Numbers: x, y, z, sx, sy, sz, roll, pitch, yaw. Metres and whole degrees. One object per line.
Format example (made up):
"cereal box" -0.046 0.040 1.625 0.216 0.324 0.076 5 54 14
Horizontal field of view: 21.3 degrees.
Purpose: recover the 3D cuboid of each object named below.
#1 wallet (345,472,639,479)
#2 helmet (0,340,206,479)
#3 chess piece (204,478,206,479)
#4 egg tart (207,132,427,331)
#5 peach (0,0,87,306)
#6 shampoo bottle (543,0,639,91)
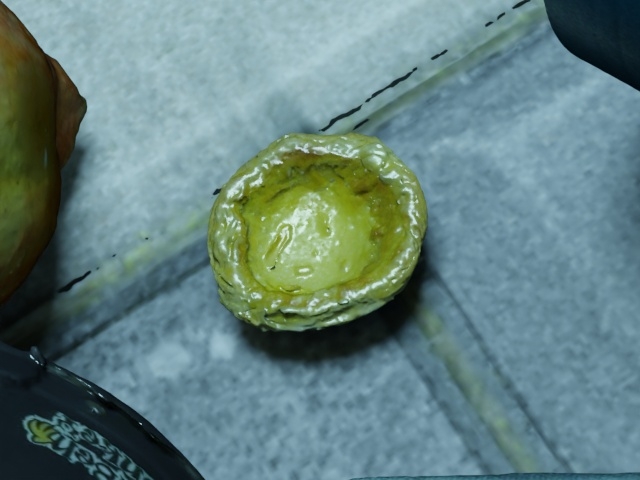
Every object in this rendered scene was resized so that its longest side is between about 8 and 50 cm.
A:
"wallet" 0.144 0.194 0.572 0.342 0.075 0.237 -5 70 25
"helmet" -0.147 0.160 0.607 0.230 0.160 0.279 -41 103 8
"chess piece" -0.111 0.113 0.734 0.122 0.066 0.066 17 71 24
"egg tart" 0.000 0.000 0.771 0.105 0.039 0.105 -5 65 12
"peach" -0.221 -0.043 0.750 0.256 0.232 0.232 -20 54 -40
"shampoo bottle" 0.307 -0.137 0.595 0.342 0.331 0.331 31 76 24
